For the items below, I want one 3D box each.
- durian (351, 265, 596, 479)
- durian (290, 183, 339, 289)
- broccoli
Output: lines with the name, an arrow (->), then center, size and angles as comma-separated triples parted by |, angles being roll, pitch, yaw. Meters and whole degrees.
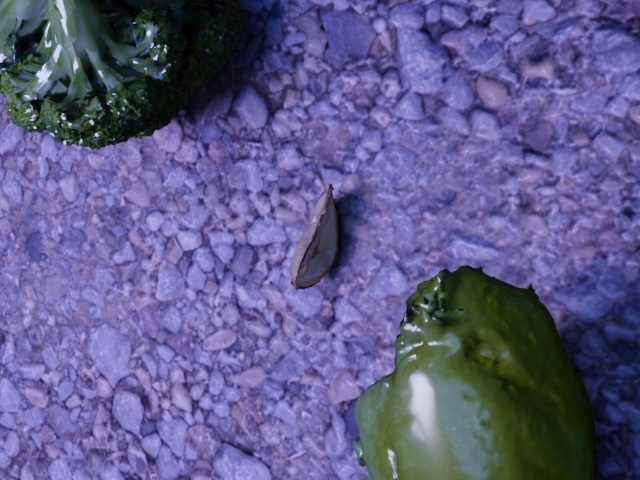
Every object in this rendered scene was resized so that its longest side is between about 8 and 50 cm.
durian -> 0.155, 0.212, 1.003 | 0.256, 0.204, 0.340 | -43, 64, 51
durian -> -0.010, -0.003, 1.196 | 0.052, 0.066, 0.130 | 16, 82, 30
broccoli -> -0.285, -0.292, 1.260 | 0.321, 0.310, 0.413 | -3, 61, 41
